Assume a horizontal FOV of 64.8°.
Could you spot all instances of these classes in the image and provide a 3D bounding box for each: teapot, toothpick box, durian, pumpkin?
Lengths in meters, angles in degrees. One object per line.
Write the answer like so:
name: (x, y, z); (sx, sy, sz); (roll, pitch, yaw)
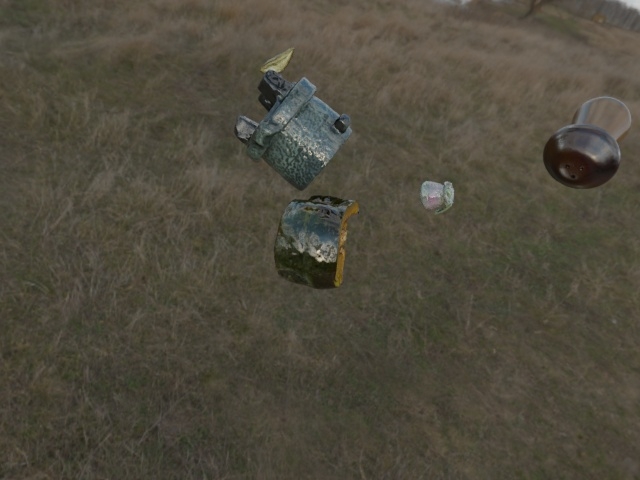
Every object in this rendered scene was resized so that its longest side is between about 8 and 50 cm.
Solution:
teapot: (0.264, -0.096, 1.125); (0.064, 0.083, 0.064); (-4, 37, 35)
toothpick box: (0.752, -0.274, 1.407); (0.192, 0.192, 0.294); (32, 55, 20)
durian: (-0.128, -0.547, 1.521); (0.066, 0.130, 0.052); (22, 45, -64)
pumpkin: (0.001, 0.000, 1.142); (0.139, 0.190, 0.280); (7, 11, 15)

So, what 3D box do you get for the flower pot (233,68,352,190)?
flower pot: (-0.088, -0.312, 1.422); (0.283, 0.299, 0.299); (40, 30, -9)
